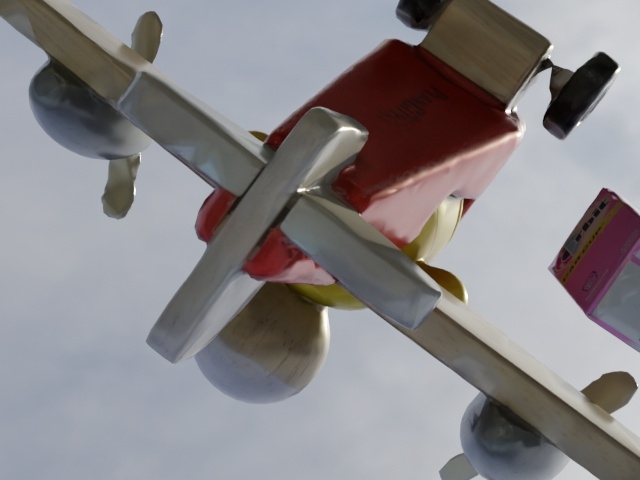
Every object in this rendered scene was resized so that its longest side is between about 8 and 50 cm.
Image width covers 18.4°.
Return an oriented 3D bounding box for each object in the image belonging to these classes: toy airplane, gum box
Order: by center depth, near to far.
[{"bbox_3d":[0.229,0.054,1.113,0.188,0.062,0.107,33,-172,-11],"label":"gum box"},{"bbox_3d":[0.000,0.000,1.140,0.384,0.272,0.386,14,-145,-29],"label":"toy airplane"}]
